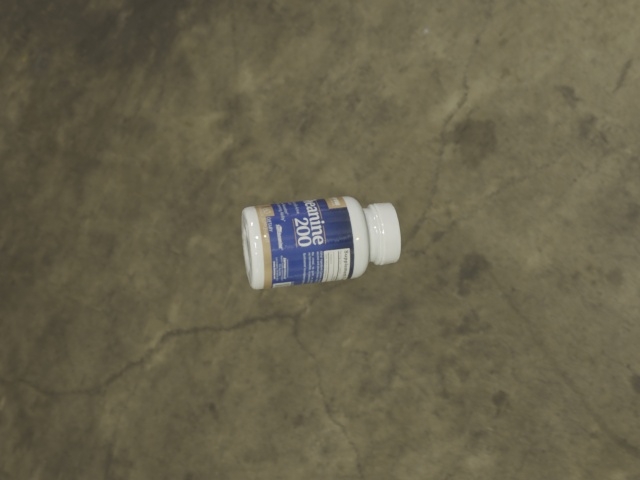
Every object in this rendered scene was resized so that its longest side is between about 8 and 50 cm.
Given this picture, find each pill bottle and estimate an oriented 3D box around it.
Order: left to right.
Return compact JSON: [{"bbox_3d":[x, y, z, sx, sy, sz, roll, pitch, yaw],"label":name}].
[{"bbox_3d":[0.000,0.000,0.758,0.067,0.120,0.067,174,90,-80],"label":"pill bottle"}]
